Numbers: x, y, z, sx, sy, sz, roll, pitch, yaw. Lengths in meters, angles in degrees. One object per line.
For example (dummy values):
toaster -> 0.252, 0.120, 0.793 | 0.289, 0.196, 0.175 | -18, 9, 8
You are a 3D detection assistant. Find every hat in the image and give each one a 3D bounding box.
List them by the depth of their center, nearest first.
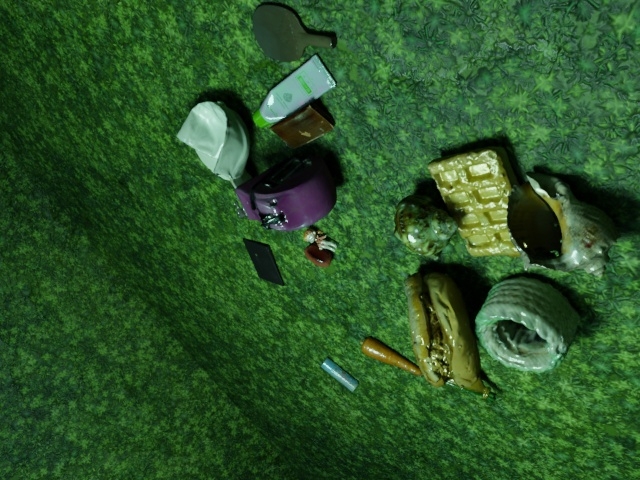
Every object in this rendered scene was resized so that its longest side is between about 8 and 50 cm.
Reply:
hat -> -0.248, -0.249, 1.515 | 0.258, 0.168, 0.301 | 43, 177, 40

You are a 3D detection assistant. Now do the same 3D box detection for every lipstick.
lipstick -> 0.076, 0.528, 2.075 | 0.158, 0.048, 0.048 | 37, 145, 7

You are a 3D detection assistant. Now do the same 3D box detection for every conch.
conch -> 0.458, -0.026, 1.031 | 0.245, 0.178, 0.163 | 61, 157, 13
conch -> 0.248, -0.027, 1.236 | 0.187, 0.124, 0.181 | 42, -174, -31

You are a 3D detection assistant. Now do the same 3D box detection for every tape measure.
tape measure -> -0.085, -0.124, 1.377 | 0.231, 0.245, 0.149 | 21, 141, 53

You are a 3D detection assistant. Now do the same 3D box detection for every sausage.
sausage -> -0.007, 0.047, 1.641 | 0.094, 0.059, 0.054 | 34, 165, 10

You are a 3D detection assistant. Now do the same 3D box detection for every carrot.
carrot -> 0.243, 0.400, 1.775 | 0.256, 0.061, 0.061 | 27, 142, 18

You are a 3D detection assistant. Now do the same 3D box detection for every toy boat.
toy boat -> 0.418, 0.422, 1.598 | 0.229, 0.089, 0.088 | 12, 121, 32

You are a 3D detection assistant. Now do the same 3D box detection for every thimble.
thimble -> 0.487, 0.196, 1.243 | 0.218, 0.150, 0.219 | 27, 142, 23

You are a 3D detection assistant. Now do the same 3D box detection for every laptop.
laptop -> -0.209, 0.081, 1.909 | 0.135, 0.016, 0.197 | 14, 136, 37

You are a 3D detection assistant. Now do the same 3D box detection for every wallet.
wallet -> -0.046, -0.290, 1.338 | 0.095, 0.026, 0.176 | 37, 148, -27

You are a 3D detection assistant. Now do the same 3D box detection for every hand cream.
hand cream -> -0.072, -0.356, 1.304 | 0.079, 0.050, 0.275 | 29, 149, -31

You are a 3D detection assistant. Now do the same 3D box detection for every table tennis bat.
table tennis bat -> -0.064, -0.465, 1.197 | 0.234, 0.022, 0.131 | 22, 139, 30

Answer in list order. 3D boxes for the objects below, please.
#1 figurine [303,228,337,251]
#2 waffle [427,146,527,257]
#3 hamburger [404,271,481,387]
figurine -> 0.000, 0.000, 1.597 | 0.109, 0.047, 0.064 | 27, 130, 7
waffle -> 0.363, -0.080, 1.152 | 0.168, 0.057, 0.274 | -8, 122, 47
hamburger -> 0.309, 0.220, 1.368 | 0.158, 0.319, 0.319 | -16, 122, 9
